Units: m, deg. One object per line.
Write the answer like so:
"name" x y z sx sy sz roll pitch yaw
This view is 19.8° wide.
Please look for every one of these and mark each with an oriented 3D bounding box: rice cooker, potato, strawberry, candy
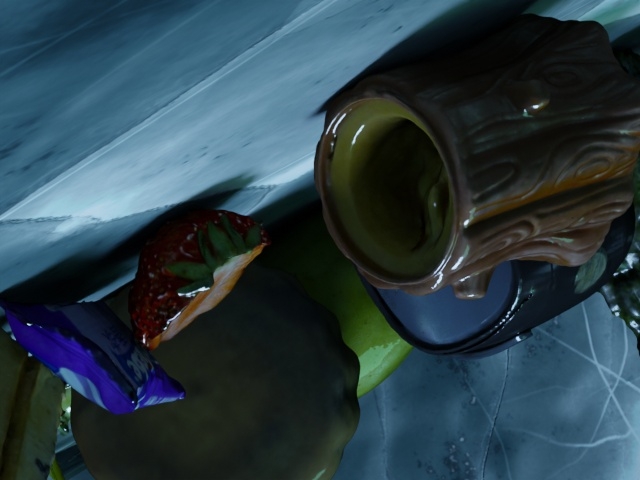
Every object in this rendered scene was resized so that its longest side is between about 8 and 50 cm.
"rice cooker" 0.167 -0.022 1.825 0.224 0.267 0.267 -28 175 -43
"potato" 0.009 0.075 2.049 0.304 0.216 0.216 -31 174 -3
"strawberry" -0.117 0.031 1.629 0.146 0.082 0.187 -29 164 -33
"candy" -0.197 0.099 1.629 0.070 0.145 0.275 -50 174 0

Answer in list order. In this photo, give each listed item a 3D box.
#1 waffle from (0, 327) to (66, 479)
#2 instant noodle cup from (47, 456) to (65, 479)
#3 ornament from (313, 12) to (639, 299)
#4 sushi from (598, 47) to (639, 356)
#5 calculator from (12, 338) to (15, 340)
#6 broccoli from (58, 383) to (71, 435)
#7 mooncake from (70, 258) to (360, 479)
"waffle" -0.395 0.267 1.608 0.376 0.114 0.261 -32 -145 23
"instant noodle cup" -0.377 0.269 1.897 0.264 0.200 0.264 -28 175 -2
"ornament" 0.125 -0.061 1.511 0.217 0.221 0.235 -19 -165 -41
"sushi" 0.395 -0.050 2.151 0.178 0.352 0.294 -36 172 28
"calculator" -0.356 0.138 1.730 0.166 0.024 0.103 -32 174 14
"broccoli" -0.226 0.231 2.367 0.273 0.180 0.242 -28 175 -10
"mooncake" -0.100 0.156 1.877 0.290 0.290 0.161 -30 175 5
